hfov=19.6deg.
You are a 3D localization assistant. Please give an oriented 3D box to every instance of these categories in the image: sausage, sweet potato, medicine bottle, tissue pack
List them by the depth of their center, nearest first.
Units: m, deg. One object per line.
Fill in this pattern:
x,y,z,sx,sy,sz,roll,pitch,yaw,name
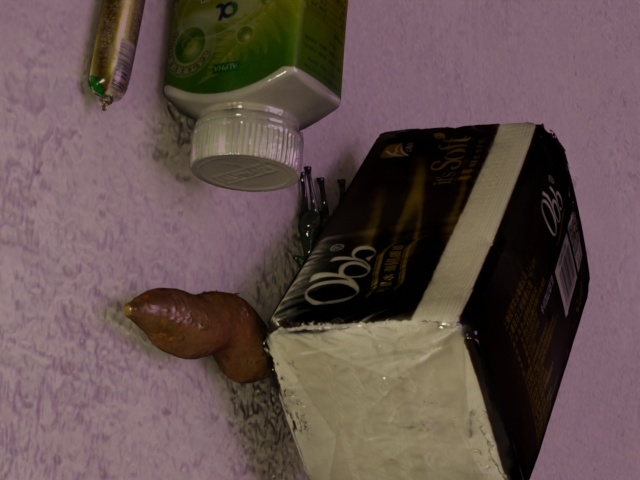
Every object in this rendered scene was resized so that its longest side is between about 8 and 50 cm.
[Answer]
-0.145,-0.219,1.428,0.033,0.033,0.269,40,50,-51,sausage
-0.088,0.067,1.448,0.218,0.051,0.065,29,61,-56,sweet potato
-0.052,-0.140,1.476,0.088,0.132,0.188,32,57,-55,medicine bottle
0.111,0.057,1.600,0.370,0.198,0.210,-58,134,-56,tissue pack

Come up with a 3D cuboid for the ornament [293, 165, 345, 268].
0.000,0.000,1.649,0.073,0.028,0.125,21,64,-58,ornament
